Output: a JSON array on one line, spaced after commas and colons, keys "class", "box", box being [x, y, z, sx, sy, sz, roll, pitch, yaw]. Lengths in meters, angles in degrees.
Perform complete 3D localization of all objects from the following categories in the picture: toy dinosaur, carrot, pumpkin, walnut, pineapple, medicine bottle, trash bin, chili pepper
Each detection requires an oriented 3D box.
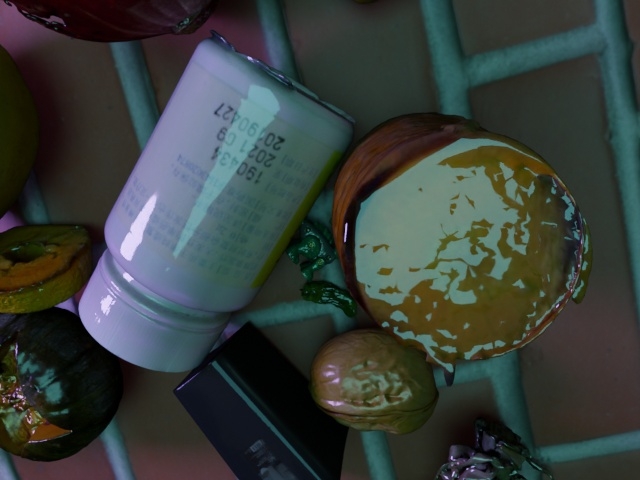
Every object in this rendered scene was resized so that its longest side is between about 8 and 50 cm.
[{"class": "toy dinosaur", "box": [0.000, 0.000, 0.726, 0.096, 0.059, 0.132, -33, 101, 0]}, {"class": "carrot", "box": [0.116, -0.026, 0.555, 0.224, 0.341, 0.224, 1, 102, 6]}, {"class": "pumpkin", "box": [-0.404, 0.204, 0.757, 0.237, 0.159, 0.238, 8, 112, 19]}, {"class": "walnut", "box": [0.069, 0.190, 0.709, 0.180, 0.144, 0.144, -5, 101, 12]}, {"class": "pineapple", "box": [0.213, 0.390, 0.707, 0.262, 0.262, 0.272, 17, 90, 3]}, {"class": "medicine bottle", "box": [-0.136, -0.040, 0.649, 0.213, 0.213, 0.379, 33, 103, -1]}, {"class": "trash bin", "box": [-0.077, 0.243, 0.725, 0.115, 0.165, 0.225, -39, 92, 13]}, {"class": "chili pepper", "box": [0.013, 0.082, 0.752, 0.091, 0.034, 0.030, 21, 136, 2]}]

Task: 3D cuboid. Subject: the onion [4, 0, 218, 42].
[{"class": "onion", "box": [-0.205, -0.366, 0.523, 0.340, 0.341, 0.342, 1, 101, 7]}]

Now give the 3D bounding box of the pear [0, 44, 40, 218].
[{"class": "pear", "box": [-0.509, -0.127, 0.665, 0.252, 0.253, 0.307, 23, 115, 2]}]

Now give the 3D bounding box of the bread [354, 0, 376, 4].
[{"class": "bread", "box": [0.015, -0.429, 0.615, 0.142, 0.091, 0.305, -35, 95, 19]}]

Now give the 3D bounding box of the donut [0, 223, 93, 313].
[{"class": "donut", "box": [-0.411, 0.039, 0.731, 0.178, 0.162, 0.066, 4, 127, 14]}]
